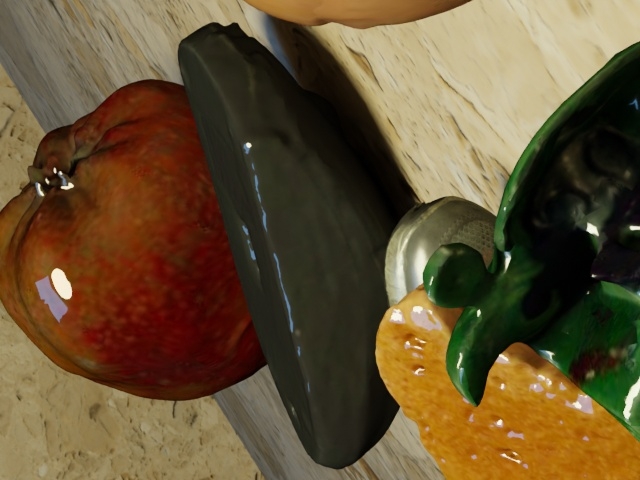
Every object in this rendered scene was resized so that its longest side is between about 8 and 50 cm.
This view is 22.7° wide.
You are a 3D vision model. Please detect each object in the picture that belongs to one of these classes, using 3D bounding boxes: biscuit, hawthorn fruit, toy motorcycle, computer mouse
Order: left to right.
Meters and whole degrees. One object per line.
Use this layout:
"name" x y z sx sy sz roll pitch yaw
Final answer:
"hawthorn fruit" -0.093 0.017 1.093 0.248 0.208 0.208 36 179 -26
"computer mouse" 0.000 0.000 0.871 0.137 0.086 0.269 -131 22 -59
"biscuit" 0.133 0.115 0.616 0.280 0.043 0.183 40 146 -4
"toy motorcycle" 0.131 0.045 0.379 0.187 0.125 0.275 54 171 -34

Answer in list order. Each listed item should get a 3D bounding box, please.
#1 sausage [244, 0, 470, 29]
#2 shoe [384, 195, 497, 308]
"sausage" 0.004 -0.162 0.336 0.121 0.121 0.304 53 168 23
"shoe" 0.101 0.062 0.677 0.077 0.074 0.194 7 133 60
